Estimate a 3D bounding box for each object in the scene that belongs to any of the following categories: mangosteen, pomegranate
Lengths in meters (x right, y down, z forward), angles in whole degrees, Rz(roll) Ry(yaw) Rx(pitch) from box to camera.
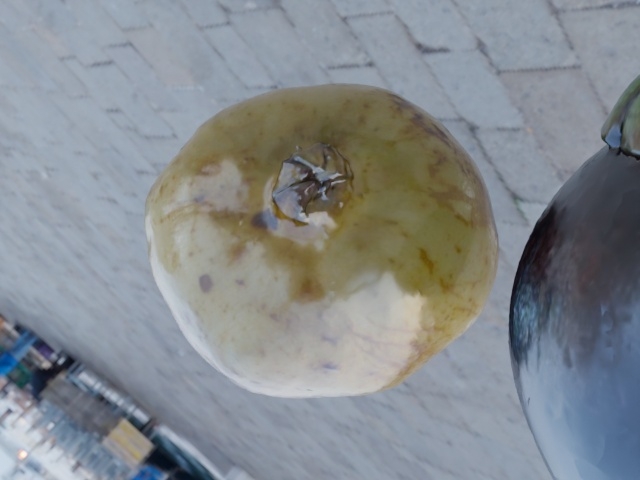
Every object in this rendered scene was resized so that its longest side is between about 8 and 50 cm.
[{"bbox_3d":[0.237,0.032,0.477,0.300,0.300,0.300,37,160,16],"label":"mangosteen"},{"bbox_3d":[0.000,0.000,0.684,0.248,0.248,0.248,37,160,16],"label":"pomegranate"}]
